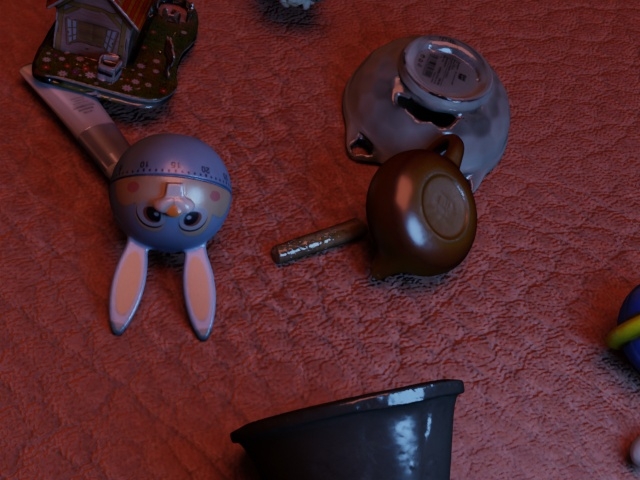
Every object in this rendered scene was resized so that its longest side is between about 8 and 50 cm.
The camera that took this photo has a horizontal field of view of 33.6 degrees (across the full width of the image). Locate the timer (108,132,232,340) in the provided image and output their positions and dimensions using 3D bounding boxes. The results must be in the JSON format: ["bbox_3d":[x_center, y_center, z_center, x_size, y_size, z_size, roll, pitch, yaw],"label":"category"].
[{"bbox_3d":[-0.193,-0.022,1.351,0.175,0.175,0.255,6,54,-12],"label":"timer"}]

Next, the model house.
[{"bbox_3d":[-0.282,-0.348,1.549,0.207,0.154,0.293,14,42,-5],"label":"model house"}]

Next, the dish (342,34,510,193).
[{"bbox_3d":[0.177,-0.224,1.636,0.303,0.120,0.303,8,51,-11],"label":"dish"}]

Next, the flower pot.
[{"bbox_3d":[0.047,0.259,1.183,0.269,0.269,0.166,-10,79,-23],"label":"flower pot"}]

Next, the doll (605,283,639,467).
[{"bbox_3d":[0.536,0.154,1.433,0.311,0.159,0.242,-3,54,-22],"label":"doll"}]

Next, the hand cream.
[{"bbox_3d":[-0.331,-0.171,1.490,0.079,0.048,0.255,-19,59,-39],"label":"hand cream"}]

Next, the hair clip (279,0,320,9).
[{"bbox_3d":[-0.056,-0.482,1.785,0.138,0.091,0.321,7,42,-13],"label":"hair clip"}]

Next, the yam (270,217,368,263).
[{"bbox_3d":[0.000,0.000,1.473,0.145,0.032,0.032,-19,61,-26],"label":"yam"}]

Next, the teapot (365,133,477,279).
[{"bbox_3d":[0.134,-0.052,1.488,0.178,0.135,0.252,45,53,-29],"label":"teapot"}]
